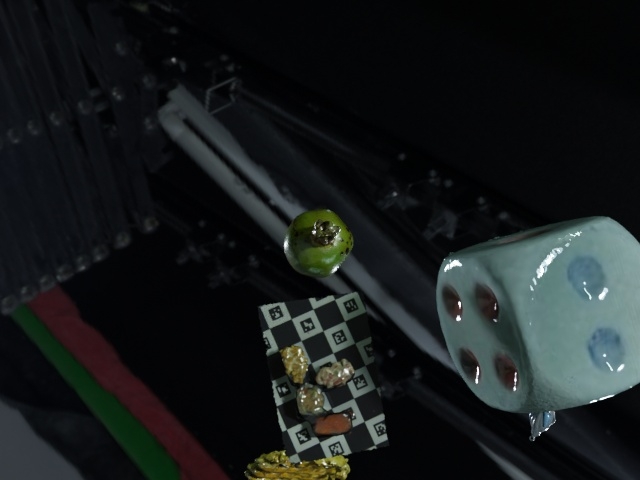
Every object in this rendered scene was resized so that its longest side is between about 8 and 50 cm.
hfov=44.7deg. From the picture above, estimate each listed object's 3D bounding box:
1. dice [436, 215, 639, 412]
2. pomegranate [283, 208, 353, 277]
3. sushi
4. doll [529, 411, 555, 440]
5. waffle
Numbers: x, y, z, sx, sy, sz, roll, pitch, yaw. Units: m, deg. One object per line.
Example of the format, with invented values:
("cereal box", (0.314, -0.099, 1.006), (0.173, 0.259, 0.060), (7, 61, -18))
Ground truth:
("dice", (0.366, 0.116, 1.267), (0.268, 0.264, 0.262), (165, -91, -70))
("pomegranate", (0.000, 0.000, 1.742), (0.159, 0.159, 0.205), (50, -16, 4))
("sushi", (0.004, 0.230, 1.330), (0.043, 0.192, 0.279), (92, -11, -75))
("doll", (0.404, 0.310, 1.400), (0.057, 0.114, 0.039), (25, -2, 18))
("waffle", (-0.061, 0.637, 2.138), (0.280, 0.060, 0.262), (-12, -36, 6))
